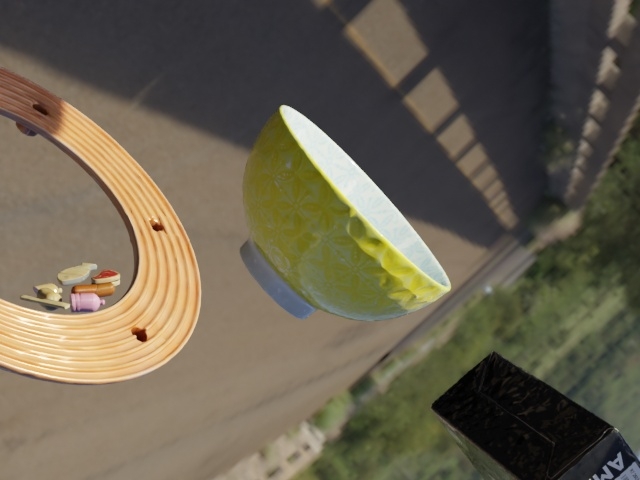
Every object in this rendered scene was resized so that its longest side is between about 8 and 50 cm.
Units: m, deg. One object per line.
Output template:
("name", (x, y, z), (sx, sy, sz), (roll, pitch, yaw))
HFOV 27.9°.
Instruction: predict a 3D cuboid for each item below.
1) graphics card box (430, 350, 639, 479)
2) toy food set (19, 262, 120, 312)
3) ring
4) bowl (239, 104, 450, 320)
("graphics card box", (0.269, 0.287, 1.181), (0.094, 0.371, 0.233), (-41, -160, -6))
("toy food set", (-0.244, 0.053, 1.301), (0.122, 0.078, 0.019), (-31, 127, -60))
("ring", (-0.237, -0.021, 0.965), (0.032, 0.336, 0.336), (-48, 168, 28))
("bowl", (0.000, 0.000, 1.498), (0.156, 0.289, 0.289), (-43, 170, 9))
